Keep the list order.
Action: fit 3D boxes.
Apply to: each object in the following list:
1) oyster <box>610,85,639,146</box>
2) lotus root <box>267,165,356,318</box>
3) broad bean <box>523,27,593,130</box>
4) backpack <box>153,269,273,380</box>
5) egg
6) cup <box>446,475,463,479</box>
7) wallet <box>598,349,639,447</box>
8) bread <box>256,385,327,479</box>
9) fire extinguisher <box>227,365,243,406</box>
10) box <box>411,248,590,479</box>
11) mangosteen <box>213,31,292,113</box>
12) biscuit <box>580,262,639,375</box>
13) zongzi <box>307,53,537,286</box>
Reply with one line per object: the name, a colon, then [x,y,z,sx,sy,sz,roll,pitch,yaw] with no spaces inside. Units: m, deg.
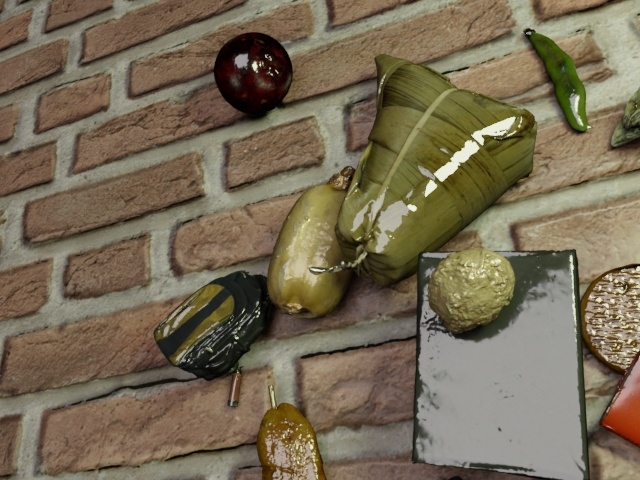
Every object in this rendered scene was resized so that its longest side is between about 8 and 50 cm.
oyster: [0.700,-0.270,1.029,0.351,0.158,0.162,-26,19,18]
lotus root: [0.000,0.000,1.181,0.169,0.151,0.342,17,70,7]
broad bean: [0.501,-0.349,1.185,0.060,0.043,0.297,-25,60,23]
backpack: [-0.206,0.168,1.207,0.258,0.133,0.206,-45,47,-9]
egg: [0.221,0.072,0.844,0.118,0.116,0.140,48,120,9]
cup: [0.166,0.549,0.832,0.292,0.242,0.307,-35,58,2]
wallet: [0.562,0.280,0.879,0.204,0.045,0.142,29,92,20]
bread: [-0.052,0.437,1.056,0.124,0.084,0.343,-14,62,-4]
fire extinguisher: [-0.176,0.305,1.193,0.028,0.022,0.083,-9,64,39]
box: [0.297,0.207,0.941,0.251,0.204,0.345,-2,68,22]
mangosteen: [-0.169,-0.409,1.398,0.210,0.210,0.209,-8,66,19]
biscuit: [0.552,0.138,0.964,0.212,0.036,0.212,-9,66,20]
zongzi: [0.104,-0.145,1.159,0.500,0.218,0.467,-41,49,-10]
